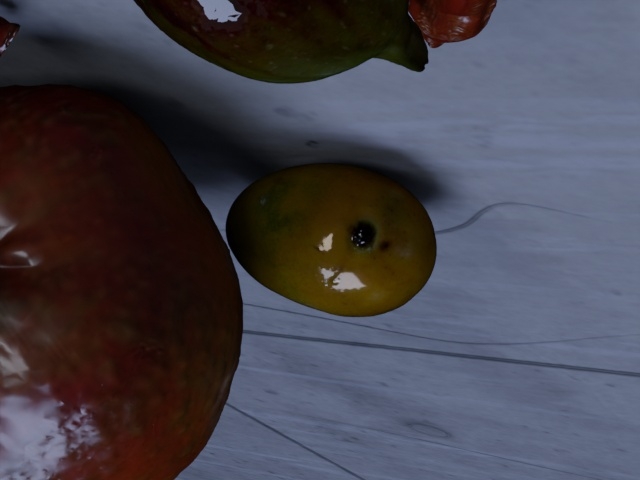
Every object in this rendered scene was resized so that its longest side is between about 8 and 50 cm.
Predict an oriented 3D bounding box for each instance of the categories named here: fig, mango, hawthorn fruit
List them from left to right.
[{"bbox_3d":[-0.180,0.043,0.839,0.275,0.275,0.300,17,170,-1],"label":"hawthorn fruit"},{"bbox_3d":[-0.011,-0.108,0.503,0.103,0.109,0.154,-8,156,45],"label":"fig"},{"bbox_3d":[-0.002,-0.001,0.841,0.163,0.089,0.111,9,167,41],"label":"mango"}]

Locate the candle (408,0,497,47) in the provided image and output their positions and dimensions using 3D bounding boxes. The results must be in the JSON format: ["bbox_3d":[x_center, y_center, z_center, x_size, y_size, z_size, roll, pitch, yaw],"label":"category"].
[{"bbox_3d":[0.051,-0.110,0.534,0.048,0.053,0.162,22,165,2],"label":"candle"}]

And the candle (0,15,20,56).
[{"bbox_3d":[-0.293,-0.173,0.654,0.329,0.048,0.051,26,119,-28],"label":"candle"}]
